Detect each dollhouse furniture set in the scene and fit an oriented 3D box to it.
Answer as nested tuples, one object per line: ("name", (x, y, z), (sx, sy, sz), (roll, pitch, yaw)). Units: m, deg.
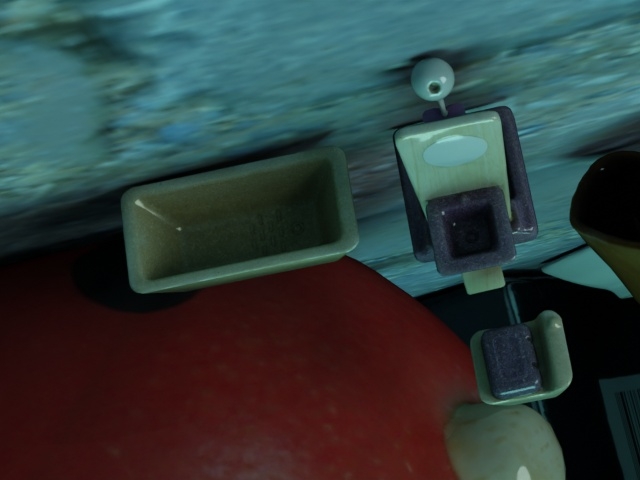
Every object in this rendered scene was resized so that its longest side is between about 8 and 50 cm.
("dollhouse furniture set", (0.000, 0.000, 0.481), (0.114, 0.091, 0.081), (-11, 157, 6))

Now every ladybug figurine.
("ladybug figurine", (-0.116, 0.107, 0.660), (0.449, 0.162, 0.305), (-19, 168, 29))

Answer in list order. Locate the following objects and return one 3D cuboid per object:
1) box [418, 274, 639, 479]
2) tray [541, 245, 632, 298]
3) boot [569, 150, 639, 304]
("box", (0.042, 0.169, 1.169), (0.395, 0.212, 0.293), (-19, 170, 31))
("tray", (0.264, -0.009, 0.971), (0.270, 0.030, 0.145), (-9, 170, -27))
("boot", (0.235, 0.087, 0.620), (0.096, 0.280, 0.264), (-41, -149, -12))
